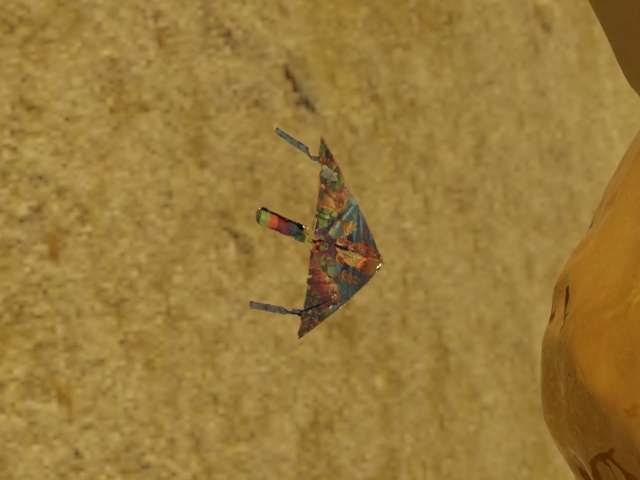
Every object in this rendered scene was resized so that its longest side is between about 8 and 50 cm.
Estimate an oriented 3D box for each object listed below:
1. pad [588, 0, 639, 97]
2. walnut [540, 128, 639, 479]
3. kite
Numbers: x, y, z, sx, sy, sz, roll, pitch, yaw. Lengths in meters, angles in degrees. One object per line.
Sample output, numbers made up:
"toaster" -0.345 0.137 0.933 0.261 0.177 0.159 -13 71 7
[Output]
"pad" 0.110 0.031 0.300 0.187 0.006 0.113 61 -10 -17
"walnut" 0.287 0.063 0.694 0.308 0.354 0.398 -20 70 -37
"kite" 0.000 0.000 1.399 0.160 0.010 0.183 21 71 -42
